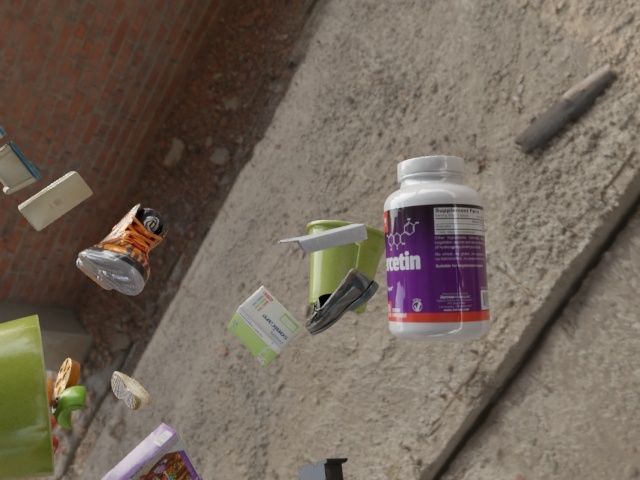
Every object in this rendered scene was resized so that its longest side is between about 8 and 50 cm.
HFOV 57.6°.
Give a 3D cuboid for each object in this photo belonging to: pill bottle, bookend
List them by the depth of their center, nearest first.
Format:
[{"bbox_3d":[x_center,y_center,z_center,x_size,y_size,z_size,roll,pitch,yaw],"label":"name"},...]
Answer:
[{"bbox_3d":[0.209,0.017,1.065,0.181,0.181,0.323,-7,83,42],"label":"pill bottle"},{"bbox_3d":[0.012,0.702,1.627,0.157,0.072,0.156,-40,48,46],"label":"bookend"}]

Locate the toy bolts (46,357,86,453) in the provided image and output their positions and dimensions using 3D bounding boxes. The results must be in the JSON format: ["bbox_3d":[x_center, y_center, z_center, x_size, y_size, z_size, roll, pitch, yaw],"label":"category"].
[{"bbox_3d":[-0.688,0.394,1.390,0.228,0.158,0.218,-58,34,14],"label":"toy bolts"}]

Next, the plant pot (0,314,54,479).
[{"bbox_3d":[-0.606,0.277,0.943,0.275,0.293,0.274,18,111,60],"label":"plant pot"}]

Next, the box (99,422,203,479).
[{"bbox_3d":[-0.360,0.523,1.102,0.057,0.293,0.201,13,130,40],"label":"box"}]

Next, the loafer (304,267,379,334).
[{"bbox_3d":[0.037,0.150,1.463,0.084,0.096,0.267,45,131,-6],"label":"loafer"}]

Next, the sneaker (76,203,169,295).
[{"bbox_3d":[-0.377,0.003,1.151,0.180,0.124,0.321,-52,26,-21],"label":"sneaker"}]

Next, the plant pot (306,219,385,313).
[{"bbox_3d":[0.071,0.096,1.856,0.276,0.276,0.254,-2,73,43],"label":"plant pot"}]

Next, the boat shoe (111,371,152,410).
[{"bbox_3d":[-0.543,0.431,1.670,0.170,0.059,0.063,30,103,40],"label":"boat shoe"}]

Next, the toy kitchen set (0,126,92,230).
[{"bbox_3d":[-0.563,-0.144,1.108,0.122,0.207,0.166,-40,27,-21],"label":"toy kitchen set"}]

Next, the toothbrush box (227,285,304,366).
[{"bbox_3d":[-0.200,0.310,2.059,0.206,0.122,0.283,45,153,5],"label":"toothbrush box"}]

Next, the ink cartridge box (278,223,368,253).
[{"bbox_3d":[0.000,0.000,1.549,0.224,0.223,0.045,-12,92,-4],"label":"ink cartridge box"}]
